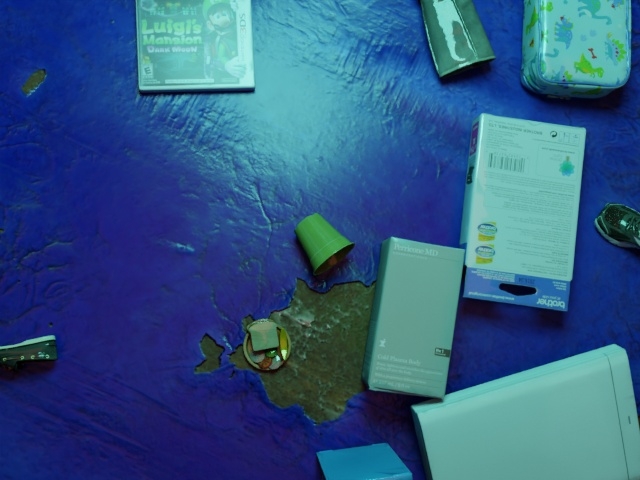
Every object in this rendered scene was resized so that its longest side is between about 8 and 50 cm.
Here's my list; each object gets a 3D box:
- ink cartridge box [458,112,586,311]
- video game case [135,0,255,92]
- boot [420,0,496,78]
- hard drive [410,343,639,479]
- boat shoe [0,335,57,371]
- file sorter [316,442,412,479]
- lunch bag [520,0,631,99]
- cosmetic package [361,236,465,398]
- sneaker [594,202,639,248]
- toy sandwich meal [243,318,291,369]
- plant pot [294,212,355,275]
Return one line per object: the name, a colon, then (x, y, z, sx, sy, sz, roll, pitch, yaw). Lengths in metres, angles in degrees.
ink cartridge box: (0.334, -0.046, 1.147, 0.186, 0.065, 0.311, 8, 82, -5)
video game case: (-0.207, -0.334, 1.136, 0.190, 0.022, 0.173, -3, 85, -6)
boot: (0.251, -0.402, 1.164, 0.190, 0.076, 0.208, -24, 81, 7)
hard drive: (0.338, 0.325, 1.096, 0.353, 0.047, 0.233, -15, 101, -7)
boat shoe: (-0.472, 0.180, 1.048, 0.133, 0.049, 0.042, -11, 78, -11)
file sorter: (0.066, 0.383, 1.026, 0.118, 0.170, 0.104, -6, 88, -6)
lunch bag: (0.439, -0.354, 1.171, 0.176, 0.090, 0.219, 2, 85, -5)
cosmetic package: (0.146, 0.120, 1.092, 0.127, 0.107, 0.238, 8, 87, -3)
sneaker: (0.559, -0.012, 1.159, 0.178, 0.077, 0.072, 26, 82, -2)
toy sandwich meal: (-0.086, 0.167, 1.099, 0.086, 0.029, 0.085, 1, 85, -6)
plant pot: (0.000, 0.000, 1.105, 0.083, 0.083, 0.079, -35, 77, -8)
